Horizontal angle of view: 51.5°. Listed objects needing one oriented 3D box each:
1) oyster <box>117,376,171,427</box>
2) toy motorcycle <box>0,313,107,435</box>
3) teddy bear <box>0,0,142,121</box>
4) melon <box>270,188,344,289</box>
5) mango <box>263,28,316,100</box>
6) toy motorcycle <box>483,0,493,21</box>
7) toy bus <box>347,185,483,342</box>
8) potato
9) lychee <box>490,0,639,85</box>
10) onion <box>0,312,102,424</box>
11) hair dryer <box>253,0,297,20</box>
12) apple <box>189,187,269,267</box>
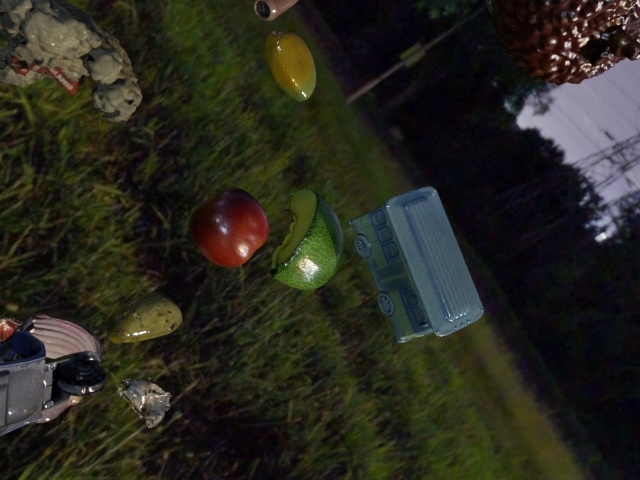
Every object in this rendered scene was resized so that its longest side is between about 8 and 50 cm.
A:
[{"bbox_3d":[-0.475,0.425,1.806,0.053,0.108,0.165,10,-42,53],"label":"oyster"},{"bbox_3d":[-0.505,0.211,0.988,0.213,0.125,0.359,21,17,33],"label":"toy motorcycle"},{"bbox_3d":[-0.573,-0.411,1.390,0.358,0.224,0.367,21,5,2],"label":"teddy bear"},{"bbox_3d":[0.000,0.000,1.555,0.169,0.129,0.265,40,40,-29],"label":"melon"},{"bbox_3d":[-0.076,-0.456,1.730,0.130,0.092,0.194,-38,119,-32],"label":"mango"},{"bbox_3d":[0.378,-0.575,1.280,0.125,0.197,0.331,-74,146,-84],"label":"toy motorcycle"},{"bbox_3d":[0.210,0.058,1.482,0.152,0.190,0.312,-19,87,-31],"label":"toy bus"},{"bbox_3d":[-0.398,0.177,1.496,0.188,0.085,0.105,-21,89,-48],"label":"potato"},{"bbox_3d":[0.381,-0.357,0.979,0.264,0.264,0.300,38,25,-48],"label":"lychee"},{"bbox_3d":[-0.728,0.280,1.665,0.267,0.159,0.348,-52,135,-30],"label":"onion"},{"bbox_3d":[-0.084,-0.588,1.488,0.064,0.181,0.117,36,51,5],"label":"hair dryer"},{"bbox_3d":[-0.255,-0.038,1.866,0.201,0.218,0.218,49,16,-8],"label":"apple"}]
